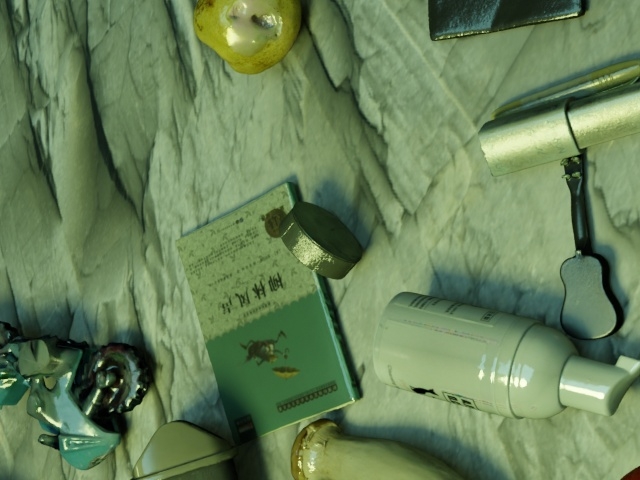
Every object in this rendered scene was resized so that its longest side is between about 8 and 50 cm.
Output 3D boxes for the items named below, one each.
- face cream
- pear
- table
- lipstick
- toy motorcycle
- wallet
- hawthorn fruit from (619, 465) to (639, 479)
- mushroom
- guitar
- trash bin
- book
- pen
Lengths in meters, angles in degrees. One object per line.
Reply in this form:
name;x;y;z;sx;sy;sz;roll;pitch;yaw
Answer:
face cream;0.263;0.174;1.561;0.369;0.145;0.145;11;94;34
pear;-0.114;-0.363;1.822;0.178;0.178;0.178;-2;87;33
table;0.000;0.000;1.748;0.043;0.133;0.133;-50;64;23
lipstick;0.350;-0.159;1.554;0.253;0.077;0.079;-15;105;31
toy motorcycle;-0.495;0.278;2.033;0.416;0.172;0.232;8;86;24
wallet;0.269;-0.369;1.654;0.244;0.025;0.124;-4;85;31
hawthorn fruit;0.443;0.364;1.404;0.185;0.202;0.185;-4;80;26
mushroom;0.100;0.359;1.667;0.350;0.128;0.128;14;95;40
guitar;0.364;0.003;1.568;0.084;0.038;0.271;-10;83;31
trash bin;-0.200;0.431;1.806;0.182;0.209;0.290;-17;84;-8
book;-0.094;0.125;1.863;0.264;0.031;0.379;-27;74;31
pen;0.349;-0.205;1.594;0.233;0.032;0.040;-19;100;33
